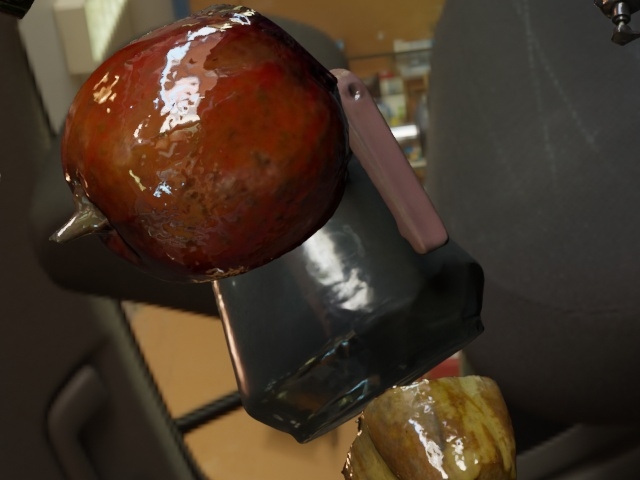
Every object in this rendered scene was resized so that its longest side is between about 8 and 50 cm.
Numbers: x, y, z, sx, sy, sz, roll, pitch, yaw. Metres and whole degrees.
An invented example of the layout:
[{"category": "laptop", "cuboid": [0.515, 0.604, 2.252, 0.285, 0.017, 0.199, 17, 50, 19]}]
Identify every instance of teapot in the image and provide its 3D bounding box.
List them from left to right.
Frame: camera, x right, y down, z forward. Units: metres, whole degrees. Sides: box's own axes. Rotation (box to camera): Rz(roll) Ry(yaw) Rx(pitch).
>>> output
[{"category": "teapot", "cuboid": [0.000, 0.000, 1.285, 0.362, 0.305, 0.376, 57, 148, 10]}]

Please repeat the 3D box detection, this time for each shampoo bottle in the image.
[{"category": "shampoo bottle", "cuboid": [0.273, -0.238, 1.066, 0.027, 0.048, 0.137, 39, -133, -45]}]

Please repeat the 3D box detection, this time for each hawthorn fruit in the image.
[{"category": "hawthorn fruit", "cuboid": [-0.100, -0.065, 0.906, 0.215, 0.250, 0.215, 49, 157, 30]}]

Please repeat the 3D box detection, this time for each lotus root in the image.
[{"category": "lotus root", "cuboid": [0.086, 0.177, 0.925, 0.095, 0.159, 0.135, 40, -169, -42]}]

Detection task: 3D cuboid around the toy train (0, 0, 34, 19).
[{"category": "toy train", "cuboid": [-0.334, -0.275, 1.125, 0.225, 0.137, 0.090, -158, 84, -71]}]
